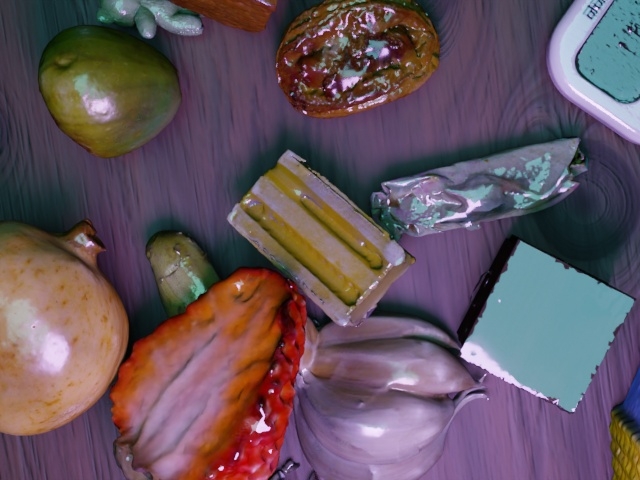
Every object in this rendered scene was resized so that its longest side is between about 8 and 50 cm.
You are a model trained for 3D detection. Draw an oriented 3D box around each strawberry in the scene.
[{"bbox_3d":[-0.119,0.201,1.639,0.265,0.149,0.336,27,80,43],"label":"strawberry"}]

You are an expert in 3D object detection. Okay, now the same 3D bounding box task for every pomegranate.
[{"bbox_3d":[-0.403,0.118,1.672,0.307,0.307,0.307,0,94,3],"label":"pomegranate"}]

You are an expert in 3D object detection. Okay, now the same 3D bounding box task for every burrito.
[{"bbox_3d":[0.217,-0.067,1.717,0.309,0.066,0.096,-15,96,4],"label":"burrito"}]

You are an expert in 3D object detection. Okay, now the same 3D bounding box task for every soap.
[{"bbox_3d":[0.000,0.000,1.687,0.233,0.076,0.135,41,90,21],"label":"soap"}]

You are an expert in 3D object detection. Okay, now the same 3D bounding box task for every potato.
[{"bbox_3d":[-0.179,0.069,1.745,0.105,0.085,0.188,-29,89,27],"label":"potato"}]

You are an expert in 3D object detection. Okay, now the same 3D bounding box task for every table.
[{"bbox_3d":[0.283,0.100,1.662,0.172,0.193,0.169,27,96,1],"label":"table"}]

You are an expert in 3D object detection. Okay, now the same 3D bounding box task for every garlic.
[{"bbox_3d":[0.078,0.219,1.728,0.292,0.210,0.237,20,61,6],"label":"garlic"}]

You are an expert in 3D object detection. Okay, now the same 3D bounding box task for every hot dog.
[{"bbox_3d":[0.047,-0.251,1.701,0.227,0.099,0.160,-24,92,8],"label":"hot dog"}]

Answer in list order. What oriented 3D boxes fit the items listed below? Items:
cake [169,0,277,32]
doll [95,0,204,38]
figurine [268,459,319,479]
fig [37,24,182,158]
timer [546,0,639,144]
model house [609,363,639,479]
[{"bbox_3d":[-0.105,-0.438,1.632,0.199,0.196,0.293,23,85,-5],"label":"cake"},{"bbox_3d":[-0.231,-0.314,1.724,0.150,0.077,0.115,14,60,-6],"label":"doll"},{"bbox_3d":[-0.126,0.419,1.730,0.175,0.197,0.265,35,100,37],"label":"figurine"},{"bbox_3d":[-0.281,-0.202,1.683,0.191,0.181,0.181,-7,94,-16],"label":"fig"},{"bbox_3d":[0.444,-0.270,1.678,0.237,0.087,0.262,35,95,0],"label":"timer"},{"bbox_3d":[0.489,0.271,1.640,0.215,0.237,0.303,30,96,1],"label":"model house"}]
